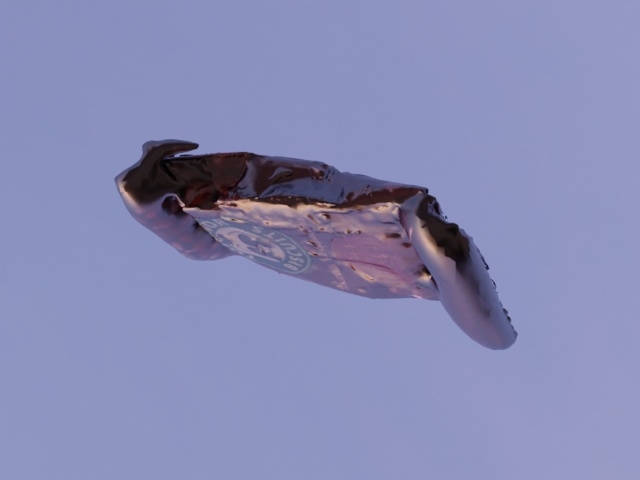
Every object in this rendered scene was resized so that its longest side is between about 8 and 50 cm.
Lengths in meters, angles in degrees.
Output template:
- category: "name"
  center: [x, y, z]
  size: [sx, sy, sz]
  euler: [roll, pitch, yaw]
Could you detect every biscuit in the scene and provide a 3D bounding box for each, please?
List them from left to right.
- category: "biscuit"
  center: [-0.001, -0.002, 0.864]
  size: [0.235, 0.151, 0.063]
  euler: [10, -115, 22]
